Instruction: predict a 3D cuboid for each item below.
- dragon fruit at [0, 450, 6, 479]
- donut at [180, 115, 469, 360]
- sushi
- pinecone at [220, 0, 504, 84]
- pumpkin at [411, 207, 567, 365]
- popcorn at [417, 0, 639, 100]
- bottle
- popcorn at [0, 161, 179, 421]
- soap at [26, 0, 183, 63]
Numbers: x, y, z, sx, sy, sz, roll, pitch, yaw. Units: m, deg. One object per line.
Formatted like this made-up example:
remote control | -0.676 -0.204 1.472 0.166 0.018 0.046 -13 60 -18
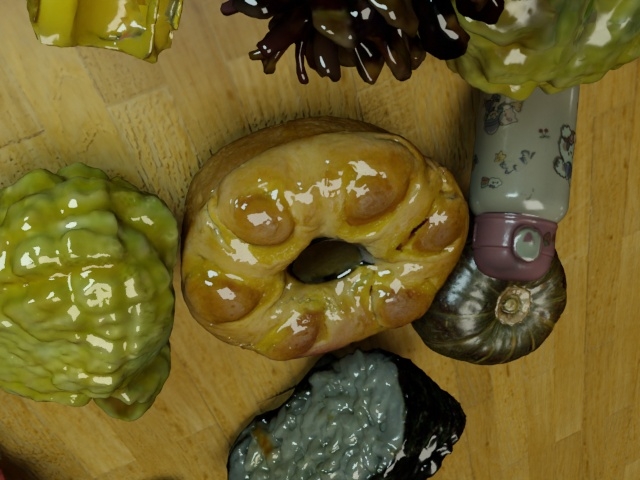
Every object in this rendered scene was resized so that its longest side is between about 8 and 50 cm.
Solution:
dragon fruit | -0.404 0.344 0.797 0.262 0.134 0.211 4 113 16
donut | 0.000 0.000 0.719 0.317 0.150 0.299 23 112 -35
sushi | 0.028 0.298 0.915 0.350 0.210 0.171 -43 134 17
pinecone | 0.052 -0.212 0.341 0.246 0.246 0.292 25 101 -35
pumpkin | 0.219 0.057 0.863 0.219 0.162 0.218 -3 99 -21
popcorn | 0.174 -0.258 0.557 0.293 0.237 0.292 -14 132 -16
bottle | 0.224 -0.070 0.727 0.110 0.110 0.233 11 83 -30
popcorn | -0.258 0.060 0.644 0.226 0.173 0.285 7 132 -10
soap | -0.127 -0.297 0.419 0.096 0.204 0.324 4 122 -30
